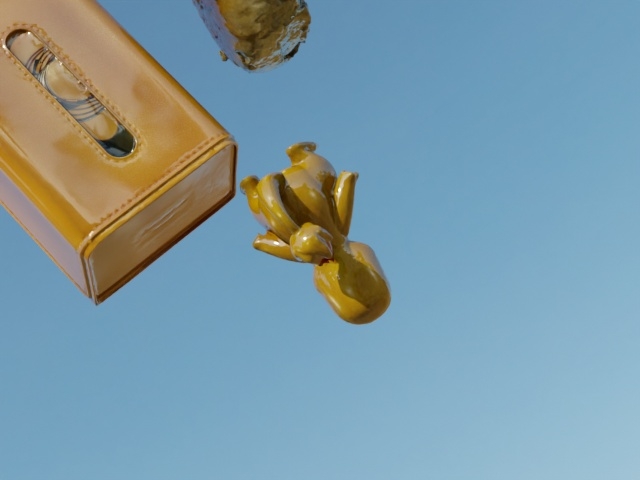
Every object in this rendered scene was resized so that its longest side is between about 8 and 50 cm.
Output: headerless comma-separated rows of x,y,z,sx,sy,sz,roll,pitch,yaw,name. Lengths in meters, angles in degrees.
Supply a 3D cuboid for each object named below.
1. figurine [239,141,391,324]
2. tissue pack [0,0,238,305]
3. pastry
0.001,0.002,0.836,0.121,0.176,0.122,-36,5,11,figurine
-0.238,-0.111,0.919,0.194,0.274,0.145,-41,-12,-23,tissue pack
-0.090,-0.271,0.986,0.093,0.193,0.182,-29,-5,-10,pastry
